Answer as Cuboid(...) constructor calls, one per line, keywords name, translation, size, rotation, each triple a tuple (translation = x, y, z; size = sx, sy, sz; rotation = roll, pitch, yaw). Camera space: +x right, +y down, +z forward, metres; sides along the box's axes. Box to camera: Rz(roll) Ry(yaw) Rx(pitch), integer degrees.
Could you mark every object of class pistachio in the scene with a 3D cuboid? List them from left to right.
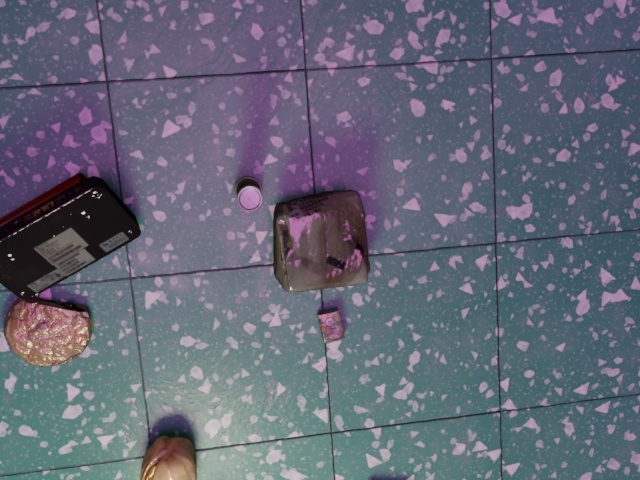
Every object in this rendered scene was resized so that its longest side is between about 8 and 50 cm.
Cuboid(name="pistachio", translation=(-0.398, 0.630, 1.793), size=(0.157, 0.157, 0.230), rotation=(-2, 112, -8))

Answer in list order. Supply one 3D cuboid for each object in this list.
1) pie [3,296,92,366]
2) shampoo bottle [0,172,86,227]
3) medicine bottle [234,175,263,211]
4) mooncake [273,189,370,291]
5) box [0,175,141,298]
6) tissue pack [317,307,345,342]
Cuboid(name="pie", translation=(-0.702, 0.238, 1.727), size=(0.218, 0.052, 0.185), rotation=(15, 95, -12))
Cuboid(name="shampoo bottle", translation=(-0.695, -0.044, 1.668), size=(0.314, 0.076, 0.118), rotation=(-30, 118, -2))
Cuboid(name="medicine bottle", translation=(-0.176, -0.114, 1.657), size=(0.073, 0.218, 0.074), rotation=(-1, 100, -7))
Cuboid(name="mooncake", translation=(-0.002, -0.001, 1.741), size=(0.254, 0.136, 0.250), rotation=(-8, 102, -11))
Cuboid(name="box", translation=(-0.634, -0.003, 1.636), size=(0.350, 0.058, 0.211), rotation=(-30, 142, -1))
Cuboid(name="tissue pack", translation=(0.028, 0.231, 1.835), size=(0.063, 0.035, 0.083), rotation=(-12, 102, -6))
